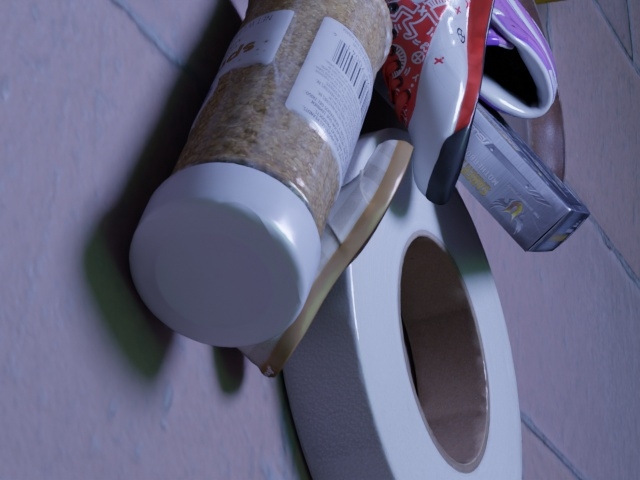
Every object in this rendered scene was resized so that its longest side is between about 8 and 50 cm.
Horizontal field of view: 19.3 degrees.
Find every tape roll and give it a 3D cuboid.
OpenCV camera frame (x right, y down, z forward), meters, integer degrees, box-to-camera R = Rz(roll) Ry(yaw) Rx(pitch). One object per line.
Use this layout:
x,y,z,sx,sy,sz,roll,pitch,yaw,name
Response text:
0.074,0.100,1.587,0.392,0.072,0.392,-13,90,-69,tape roll

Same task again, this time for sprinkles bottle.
-0.033,-0.074,1.353,0.355,0.121,0.121,-71,142,-53,sprinkles bottle

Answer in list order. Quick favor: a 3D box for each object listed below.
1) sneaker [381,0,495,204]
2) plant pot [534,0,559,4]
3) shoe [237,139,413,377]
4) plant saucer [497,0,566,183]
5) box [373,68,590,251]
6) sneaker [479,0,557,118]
0.066,-0.164,1.575,0.090,0.145,0.270,99,2,-71,sneaker
0.300,-0.398,2.261,0.212,0.212,0.187,61,40,-35,plant pot
0.000,0.000,1.380,0.219,0.058,0.076,-56,177,-28,shoe
0.200,-0.182,2.079,0.310,0.050,0.310,-13,90,-69,plant saucer
0.140,-0.090,1.700,0.231,0.056,0.183,48,11,9,box
0.119,-0.225,1.700,0.282,0.102,0.161,45,14,-9,sneaker
